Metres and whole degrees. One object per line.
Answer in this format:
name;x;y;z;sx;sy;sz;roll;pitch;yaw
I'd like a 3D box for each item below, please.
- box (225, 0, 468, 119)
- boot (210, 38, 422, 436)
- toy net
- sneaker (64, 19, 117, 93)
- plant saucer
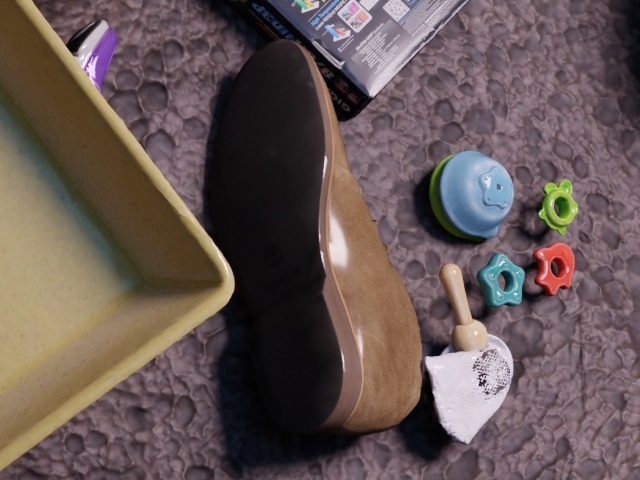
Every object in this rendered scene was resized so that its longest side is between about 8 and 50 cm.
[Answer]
box;0.036;-0.229;1.511;0.175;0.051;0.220;43;65;-1
boot;0.000;0.000;1.419;0.115;0.112;0.305;12;62;-47
toy net;0.128;0.048;1.462;0.122;0.045;0.232;24;69;-30
sneaker;-0.176;-0.077;1.396;0.071;0.068;0.170;19;77;-27
plant saucer;-0.283;0.002;1.286;0.333;0.081;0.332;-36;87;-10
